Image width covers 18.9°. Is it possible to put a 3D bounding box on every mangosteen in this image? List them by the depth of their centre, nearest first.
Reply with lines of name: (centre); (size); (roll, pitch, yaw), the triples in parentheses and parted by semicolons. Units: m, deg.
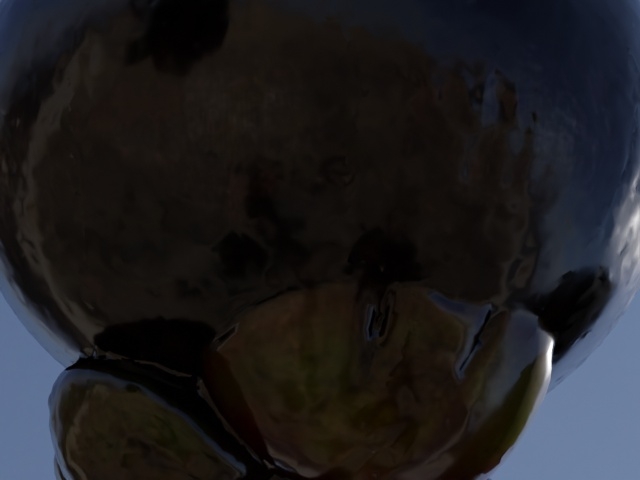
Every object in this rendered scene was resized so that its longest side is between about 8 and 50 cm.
mangosteen: (0.000, 0.000, 1.005); (0.382, 0.382, 0.435); (-3, -91, 43)
